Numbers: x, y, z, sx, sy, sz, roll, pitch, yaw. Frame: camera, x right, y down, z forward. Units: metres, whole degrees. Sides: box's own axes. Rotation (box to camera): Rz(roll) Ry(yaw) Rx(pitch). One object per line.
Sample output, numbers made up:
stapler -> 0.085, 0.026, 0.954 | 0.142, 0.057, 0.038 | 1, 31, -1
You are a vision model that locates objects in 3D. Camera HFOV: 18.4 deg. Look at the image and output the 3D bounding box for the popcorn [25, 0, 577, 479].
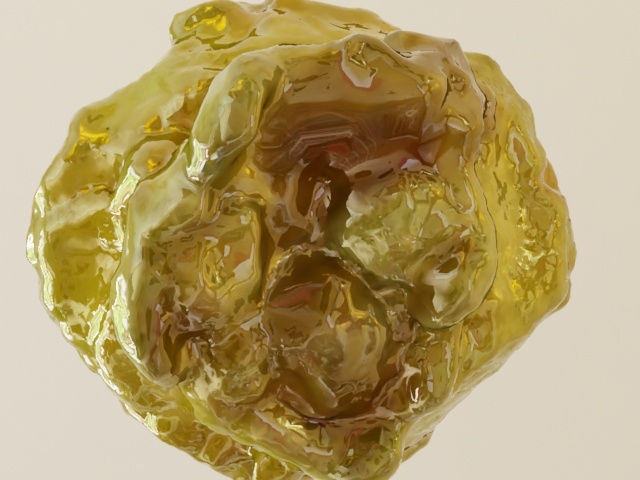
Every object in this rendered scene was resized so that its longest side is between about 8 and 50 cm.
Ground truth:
popcorn -> 0.001, 0.003, 0.705 | 0.155, 0.197, 0.197 | 27, -42, 58
